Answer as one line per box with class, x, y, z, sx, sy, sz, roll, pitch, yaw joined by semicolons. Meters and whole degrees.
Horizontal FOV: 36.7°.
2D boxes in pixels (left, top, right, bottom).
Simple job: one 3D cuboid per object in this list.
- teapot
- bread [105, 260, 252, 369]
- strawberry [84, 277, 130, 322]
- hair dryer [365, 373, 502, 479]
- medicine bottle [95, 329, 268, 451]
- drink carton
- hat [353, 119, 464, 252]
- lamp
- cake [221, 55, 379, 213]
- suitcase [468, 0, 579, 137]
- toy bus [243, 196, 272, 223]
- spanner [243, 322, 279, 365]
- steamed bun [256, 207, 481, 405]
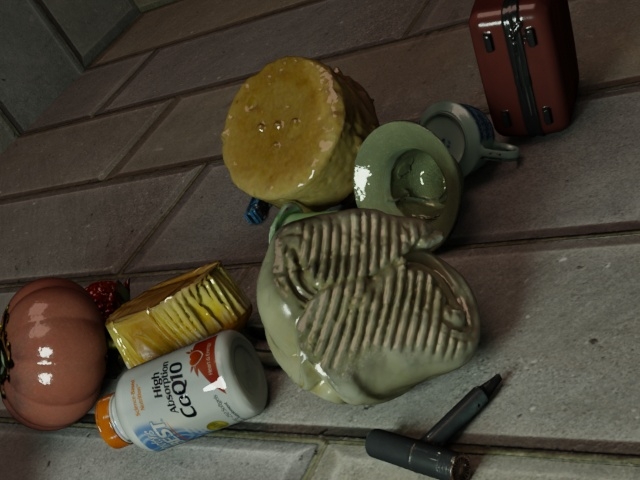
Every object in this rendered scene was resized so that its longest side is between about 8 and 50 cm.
teapot;0.286;-0.200;1.911;0.232;0.159;0.159;27;62;39
bread;-0.268;0.159;1.857;0.288;0.156;0.204;-25;13;32
strawberry;-0.539;0.161;2.184;0.228;0.098;0.174;-15;33;27
hair dryer;0.180;0.261;1.413;0.173;0.050;0.195;6;43;46
medicine bottle;-0.249;0.273;1.683;0.288;0.157;0.157;-23;31;17
drink carton;0.000;0.000;1.880;0.142;0.144;0.146;-3;41;32
hat;0.197;-0.105;1.824;0.257;0.257;0.130;1;11;45
lamp;-0.516;0.225;1.917;0.239;0.305;0.305;1;18;-25
cake;0.001;-0.200;2.059;0.332;0.321;0.332;-12;70;35
suitcase;0.403;-0.371;1.883;0.161;0.297;0.236;-3;38;26
toy bus;-0.145;-0.075;2.222;0.046;0.038;0.083;-21;30;28
spanner;-0.043;0.191;1.728;0.324;0.040;0.096;0;43;45
steamed bun;0.062;0.115;1.535;0.324;0.219;0.310;-14;65;-20
